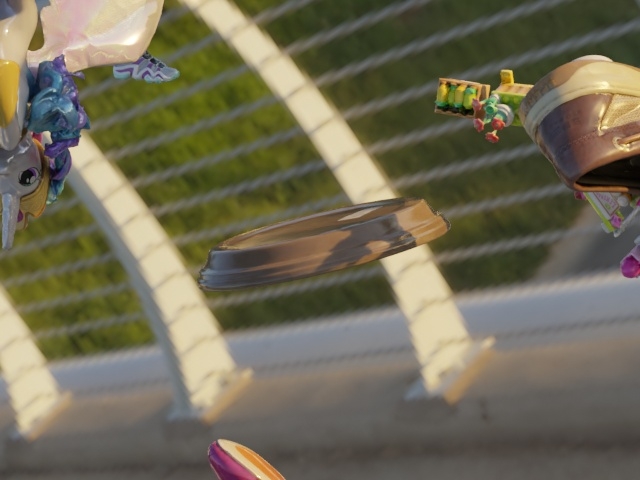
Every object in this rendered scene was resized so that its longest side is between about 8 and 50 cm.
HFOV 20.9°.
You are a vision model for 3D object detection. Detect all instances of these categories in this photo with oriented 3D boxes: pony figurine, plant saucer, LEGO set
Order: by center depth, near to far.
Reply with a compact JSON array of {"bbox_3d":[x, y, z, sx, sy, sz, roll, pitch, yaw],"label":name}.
[{"bbox_3d":[0.223,-0.078,1.667,0.107,0.287,0.132,-43,-13,-42],"label":"LEGO set"},{"bbox_3d":[-0.319,-0.207,1.713,0.302,0.363,0.351,0,67,3],"label":"pony figurine"},{"bbox_3d":[0.000,0.000,1.845,0.277,0.041,0.278,-13,6,1],"label":"plant saucer"}]

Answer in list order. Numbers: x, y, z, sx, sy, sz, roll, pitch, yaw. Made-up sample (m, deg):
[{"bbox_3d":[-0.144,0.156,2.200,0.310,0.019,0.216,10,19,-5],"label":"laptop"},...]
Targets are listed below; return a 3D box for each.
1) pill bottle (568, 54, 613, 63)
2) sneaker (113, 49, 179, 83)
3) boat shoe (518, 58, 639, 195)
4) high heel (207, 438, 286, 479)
[{"bbox_3d":[0.286,-0.129,1.794,0.065,0.065,0.116,-26,48,24],"label":"pill bottle"},{"bbox_3d":[-0.248,-0.260,2.457,0.098,0.069,0.038,5,22,11],"label":"sneaker"},{"bbox_3d":[0.333,-0.072,1.526,0.123,0.342,0.123,-52,45,39],"label":"boat shoe"},{"bbox_3d":[-0.050,0.270,1.478,0.117,0.244,0.082,-39,38,0],"label":"high heel"}]
